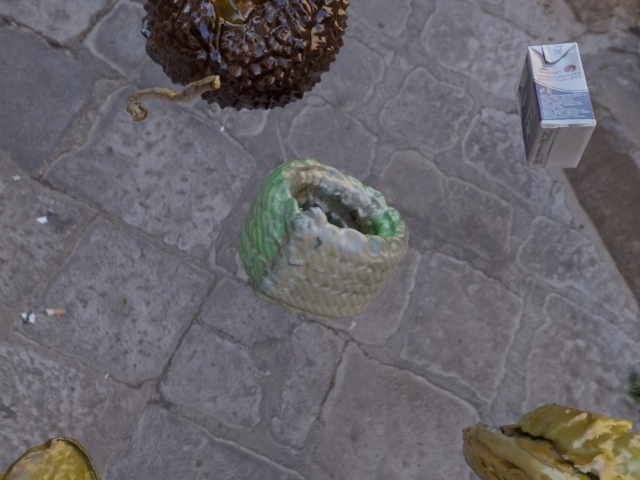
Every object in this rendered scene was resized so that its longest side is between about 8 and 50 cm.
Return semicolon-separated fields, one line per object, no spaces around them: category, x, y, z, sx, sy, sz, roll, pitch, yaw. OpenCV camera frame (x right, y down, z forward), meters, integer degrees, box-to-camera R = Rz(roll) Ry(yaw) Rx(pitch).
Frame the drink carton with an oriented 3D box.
drink carton;0.470;-0.273;1.058;0.102;0.134;0.222;-1;61;11

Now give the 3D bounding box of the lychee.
lychee;-0.090;-0.298;0.698;0.267;0.267;0.267;8;63;-15

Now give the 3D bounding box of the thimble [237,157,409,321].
thimble;0.000;0.000;0.702;0.219;0.150;0.219;24;28;-13

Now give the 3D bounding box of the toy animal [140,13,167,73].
toy animal;-0.218;-0.356;0.914;0.146;0.245;0.114;-22;99;9

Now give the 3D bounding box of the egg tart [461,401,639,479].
egg tart;0.251;0.205;0.391;0.291;0.291;0.107;32;81;-1

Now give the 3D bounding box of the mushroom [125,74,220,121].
mushroom;-0.151;-0.134;0.490;0.028;0.286;0.026;1;97;-30

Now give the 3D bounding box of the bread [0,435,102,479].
bread;-0.205;0.241;0.292;0.233;0.088;0.160;-48;117;-48
